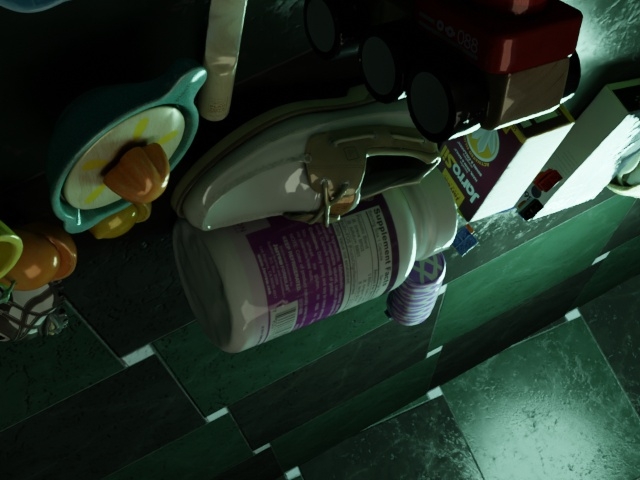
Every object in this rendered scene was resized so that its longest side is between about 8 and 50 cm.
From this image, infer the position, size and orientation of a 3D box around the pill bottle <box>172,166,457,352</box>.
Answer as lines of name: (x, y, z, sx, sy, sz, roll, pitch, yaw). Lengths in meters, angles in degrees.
pill bottle: (0.000, 0.000, 0.978, 0.301, 0.169, 0.169, -20, 156, -25)

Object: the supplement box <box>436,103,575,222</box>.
supplement box: (0.223, -0.121, 1.083, 0.081, 0.104, 0.188, -20, 156, -24)

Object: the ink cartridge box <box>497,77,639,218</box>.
ink cartridge box: (0.430, -0.129, 1.388, 0.165, 0.065, 0.333, -17, 156, -32)

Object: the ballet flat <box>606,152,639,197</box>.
ballet flat: (0.584, -0.189, 1.399, 0.123, 0.123, 0.348, -15, 154, -33)

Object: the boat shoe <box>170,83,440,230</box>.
boat shoe: (0.000, -0.073, 0.849, 0.302, 0.103, 0.113, -28, 162, -31)

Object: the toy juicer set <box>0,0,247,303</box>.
toy juicer set: (-0.149, -0.059, 0.697, 0.329, 0.089, 0.209, -41, 167, -6)

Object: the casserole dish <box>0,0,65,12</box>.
casserole dish: (-0.181, -0.202, 0.485, 0.114, 0.037, 0.188, -34, 159, 10)

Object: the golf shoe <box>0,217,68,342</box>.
golf shoe: (-0.301, 0.053, 0.835, 0.094, 0.077, 0.198, -20, 155, -23)

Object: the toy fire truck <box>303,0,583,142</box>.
toy fire truck: (0.071, -0.216, 0.581, 0.158, 0.217, 0.246, -19, 133, -25)

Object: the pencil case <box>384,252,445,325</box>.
pencil case: (0.157, 0.072, 1.444, 0.086, 0.088, 0.206, -18, 157, -11)

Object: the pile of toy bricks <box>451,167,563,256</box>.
pile of toy bricks: (0.240, -0.068, 1.249, 0.212, 0.118, 0.105, -41, -170, 4)
